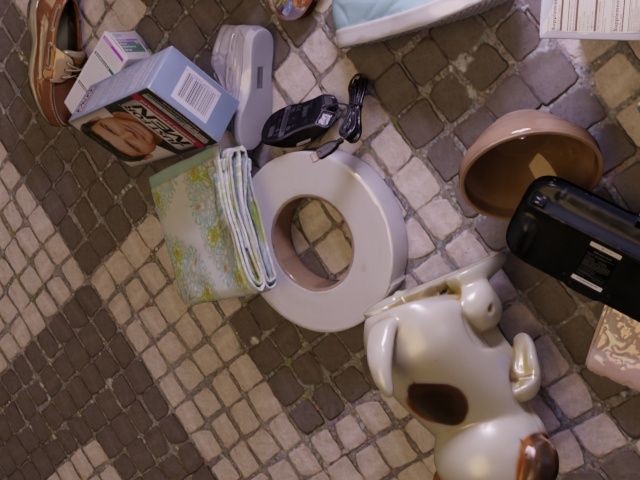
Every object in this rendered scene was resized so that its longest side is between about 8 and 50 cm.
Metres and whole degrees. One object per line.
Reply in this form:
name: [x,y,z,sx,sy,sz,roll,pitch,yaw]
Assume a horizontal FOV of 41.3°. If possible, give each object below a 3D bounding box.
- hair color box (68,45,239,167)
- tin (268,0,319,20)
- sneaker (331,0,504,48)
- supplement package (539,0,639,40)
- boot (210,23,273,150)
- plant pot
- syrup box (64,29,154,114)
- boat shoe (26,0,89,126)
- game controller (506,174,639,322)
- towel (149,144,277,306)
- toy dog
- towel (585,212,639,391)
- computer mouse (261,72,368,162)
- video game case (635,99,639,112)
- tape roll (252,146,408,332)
hair color box: [-0.362,-0.273,1.808,0.185,0.113,0.374,38,154,-31]
tin: [-0.033,-0.522,1.677,0.106,0.040,0.189,46,123,10]
sneaker: [0.164,-0.447,1.505,0.366,0.135,0.150,-7,102,34]
supplement package: [0.489,-0.398,1.259,0.263,0.199,0.198,10,108,32]
boot: [-0.172,-0.328,1.803,0.123,0.095,0.258,19,107,38]
plant pot: [0.352,-0.144,1.450,0.237,0.237,0.109,-33,43,36]
syrup box: [-0.495,-0.375,1.991,0.096,0.093,0.237,52,124,12]
boat shoe: [-0.626,-0.436,2.048,0.120,0.122,0.324,5,107,30]
game controller: [0.467,0.022,1.402,0.319,0.067,0.166,29,132,14]
towel: [-0.246,-0.024,1.865,0.374,0.090,0.320,-13,89,54]
toy dog: [0.264,0.268,1.491,0.285,0.395,0.408,-26,89,23]
towel: [0.639,0.142,1.403,0.332,0.053,0.317,22,115,28]
computer mouse: [-0.010,-0.211,1.690,0.262,0.184,0.060,-19,137,31]
video game case: [0.636,-0.186,1.329,0.212,0.023,0.193,-31,85,36]
tape roll: [0.000,0.000,1.779,0.392,0.072,0.392,10,108,31]
